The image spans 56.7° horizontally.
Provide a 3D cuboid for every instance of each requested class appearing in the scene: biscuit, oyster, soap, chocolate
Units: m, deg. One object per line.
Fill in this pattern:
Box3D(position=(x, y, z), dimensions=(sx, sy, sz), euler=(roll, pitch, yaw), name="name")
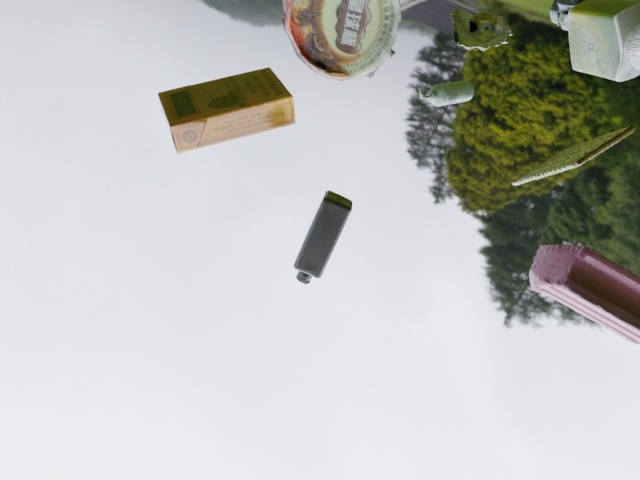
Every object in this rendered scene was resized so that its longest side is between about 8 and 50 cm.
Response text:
Box3D(position=(0.450, -0.149, 1.068), dimensions=(0.016, 0.139, 0.231), euler=(59, 172, -1), name="biscuit")
Box3D(position=(0.259, -0.357, 0.995), dimensions=(0.121, 0.045, 0.146), euler=(-24, -131, -34), name="oyster")
Box3D(position=(0.724, 0.146, 1.493), dimensions=(0.359, 0.128, 0.233), euler=(29, 177, -6), name="soap")
Box3D(position=(0.046, -0.386, 1.023), dimensions=(0.221, 0.221, 0.147), euler=(27, -153, 3), name="chocolate")

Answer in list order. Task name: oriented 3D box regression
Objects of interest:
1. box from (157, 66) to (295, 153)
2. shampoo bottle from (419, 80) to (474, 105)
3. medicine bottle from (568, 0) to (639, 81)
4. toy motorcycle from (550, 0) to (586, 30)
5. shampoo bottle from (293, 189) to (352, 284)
Box3D(position=(-0.212, -0.297, 1.335), dimensions=(0.274, 0.076, 0.174), euler=(-17, -140, -13), name="box")
Box3D(position=(0.310, -0.365, 1.481), dimensions=(0.195, 0.056, 0.056), euler=(-21, -128, -41), name="shampoo bottle")
Box3D(position=(0.553, -0.368, 1.088), dimensions=(0.088, 0.132, 0.188), euler=(-24, -149, -8), name="medicine bottle")
Box3D(position=(0.643, -0.645, 1.458), dimensions=(0.187, 0.275, 0.125), euler=(19, 169, 34), name="toy motorcycle")
Box3D(position=(0.000, 0.000, 1.514), dimensions=(0.079, 0.246, 0.080), euler=(23, -160, -2), name="shampoo bottle")
